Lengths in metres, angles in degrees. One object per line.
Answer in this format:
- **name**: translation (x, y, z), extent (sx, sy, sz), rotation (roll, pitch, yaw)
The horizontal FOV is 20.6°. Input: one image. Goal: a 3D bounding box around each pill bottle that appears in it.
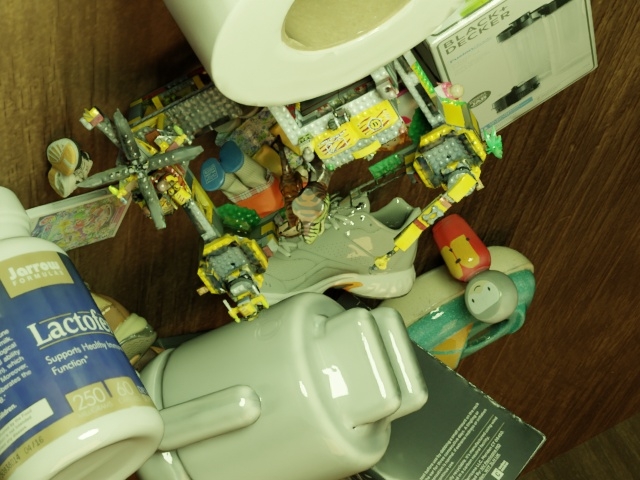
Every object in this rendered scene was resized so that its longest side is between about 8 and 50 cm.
- **pill bottle**: translation (-0.259, 0.093, 1.517), extent (0.153, 0.265, 0.153), rotation (-29, 161, -11)

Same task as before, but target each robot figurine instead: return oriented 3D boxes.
- **robot figurine**: translation (-0.065, 0.182, 1.894), extent (0.353, 0.200, 0.300), rotation (-24, 166, 23)

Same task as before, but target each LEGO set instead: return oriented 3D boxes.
- **LEGO set**: translation (-0.019, -0.058, 1.470), extent (0.331, 0.192, 0.255), rotation (-19, 119, 9)

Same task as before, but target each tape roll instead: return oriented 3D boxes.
- **tape roll**: translation (-0.010, -0.235, 1.249), extent (0.246, 0.169, 0.246), rotation (-28, 160, -11)

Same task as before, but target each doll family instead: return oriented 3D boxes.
- **doll family**: translation (0.008, -0.109, 1.655), extent (0.263, 0.118, 0.163), rotation (-32, 143, 17)

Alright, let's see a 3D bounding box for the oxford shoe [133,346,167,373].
- **oxford shoe**: translation (-0.288, 0.207, 2.028), extent (0.271, 0.097, 0.098), rotation (-45, 140, 15)

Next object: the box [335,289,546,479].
- **box**: translation (0.084, 0.272, 2.285), extent (0.179, 0.312, 0.343), rotation (-49, 170, -21)

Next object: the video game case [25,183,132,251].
- **video game case**: translation (-0.238, -0.015, 1.666), extent (0.122, 0.011, 0.087), rotation (-18, 156, -33)

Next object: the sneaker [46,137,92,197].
- **sneaker**: translation (-0.218, -0.072, 1.544), extent (0.037, 0.032, 0.083), rotation (-38, 169, -25)

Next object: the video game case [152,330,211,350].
- **video game case**: translation (-0.174, 0.193, 2.213), extent (0.275, 0.035, 0.248), rotation (-5, 147, -52)

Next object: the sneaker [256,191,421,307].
- **sneaker**: translation (0.000, 0.000, 1.967), extent (0.262, 0.099, 0.121), rotation (-6, 121, -35)

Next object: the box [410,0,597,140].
- **box**: translation (0.169, -0.208, 1.694), extent (0.169, 0.087, 0.290), rotation (-32, 160, 0)

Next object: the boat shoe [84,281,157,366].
- **boat shoe**: translation (-0.251, 0.098, 1.762), extent (0.122, 0.120, 0.324), rotation (-51, -174, -19)

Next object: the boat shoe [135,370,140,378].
- **boat shoe**: translation (-0.236, 0.232, 1.801), extent (0.219, 0.070, 0.078), rotation (-60, -164, -19)

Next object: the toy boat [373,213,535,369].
- **toy boat**: translation (0.185, 0.090, 2.331), extent (0.267, 0.148, 0.318), rotation (-26, 160, -14)
